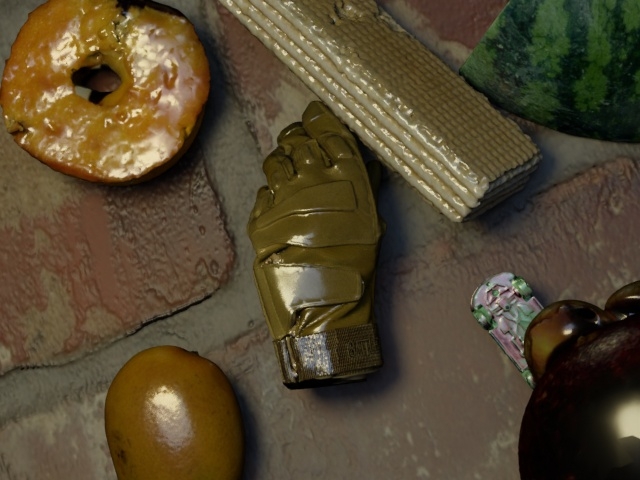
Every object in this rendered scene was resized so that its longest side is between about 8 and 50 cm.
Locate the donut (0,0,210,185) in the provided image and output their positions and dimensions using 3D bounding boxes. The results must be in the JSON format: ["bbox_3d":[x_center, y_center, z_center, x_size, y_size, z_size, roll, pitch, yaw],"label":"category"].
[{"bbox_3d":[-0.248,-0.177,1.668,0.253,0.118,0.253,-3,75,12],"label":"donut"}]

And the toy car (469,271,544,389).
[{"bbox_3d":[0.221,0.098,1.548,0.069,0.055,0.142,-39,87,1],"label":"toy car"}]

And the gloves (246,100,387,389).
[{"bbox_3d":[-0.002,-0.001,1.568,0.154,0.141,0.331,-8,76,10],"label":"gloves"}]

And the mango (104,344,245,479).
[{"bbox_3d":[-0.155,0.223,1.560,0.151,0.120,0.221,-17,82,10],"label":"mango"}]

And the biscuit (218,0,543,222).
[{"bbox_3d":[0.057,-0.196,1.606,0.426,0.078,0.144,44,44,15],"label":"biscuit"}]

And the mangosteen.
[{"bbox_3d":[0.339,0.183,1.399,0.307,0.307,0.347,-14,47,7],"label":"mangosteen"}]

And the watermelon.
[{"bbox_3d":[0.279,-0.273,1.556,0.250,0.283,0.293,-10,49,-6],"label":"watermelon"}]
